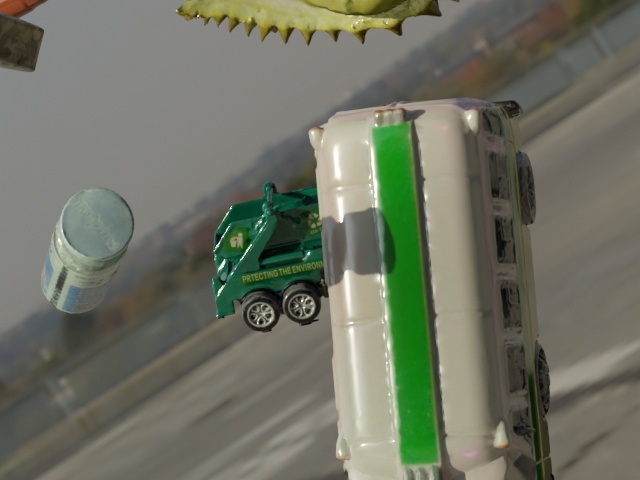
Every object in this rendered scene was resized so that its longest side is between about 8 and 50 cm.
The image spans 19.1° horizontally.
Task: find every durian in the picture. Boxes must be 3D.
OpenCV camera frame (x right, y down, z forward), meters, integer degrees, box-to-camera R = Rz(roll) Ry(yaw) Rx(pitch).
[{"bbox_3d":[0.032,-0.245,1.274,0.166,0.172,0.306,6,-19,-29],"label":"durian"}]

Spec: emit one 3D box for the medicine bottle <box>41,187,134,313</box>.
[{"bbox_3d":[-0.158,0.009,1.281,0.051,0.051,0.191,-33,-3,-17],"label":"medicine bottle"}]

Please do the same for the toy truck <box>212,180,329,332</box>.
[{"bbox_3d":[0.000,0.000,1.773,0.216,0.116,0.110,-12,22,4],"label":"toy truck"}]

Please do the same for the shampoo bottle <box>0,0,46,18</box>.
[{"bbox_3d":[-0.406,-0.232,2.106,0.244,0.085,0.085,-26,3,19],"label":"shampoo bottle"}]

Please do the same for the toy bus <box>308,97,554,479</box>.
[{"bbox_3d":[0.080,0.052,1.351,0.143,0.305,0.179,-5,-3,13],"label":"toy bus"}]

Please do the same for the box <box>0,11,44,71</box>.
[{"bbox_3d":[-0.286,-0.174,1.616,0.062,0.045,0.098,13,-1,25],"label":"box"}]
